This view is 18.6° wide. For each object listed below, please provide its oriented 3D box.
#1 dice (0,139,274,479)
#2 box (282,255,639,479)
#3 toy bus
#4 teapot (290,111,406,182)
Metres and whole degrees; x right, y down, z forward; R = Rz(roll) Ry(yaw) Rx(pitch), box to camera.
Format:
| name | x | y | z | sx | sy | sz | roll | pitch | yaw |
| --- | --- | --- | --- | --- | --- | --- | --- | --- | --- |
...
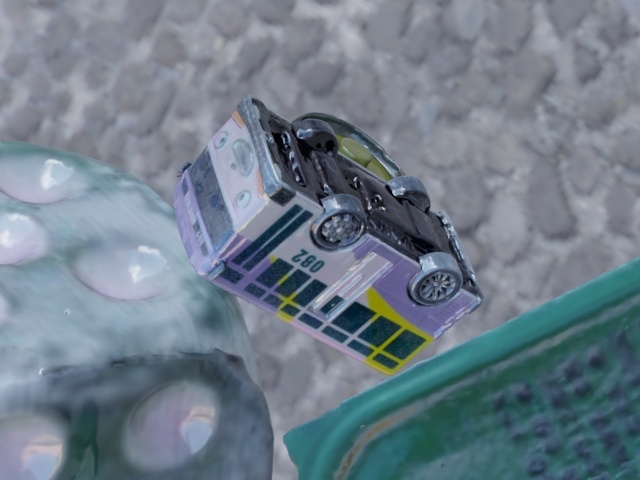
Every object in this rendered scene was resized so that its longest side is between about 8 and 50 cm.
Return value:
| name | x | y | z | sx | sy | sz | roll | pitch | yaw |
| --- | --- | --- | --- | --- | --- | --- | --- | --- | --- |
| dice | -0.255 | 0.139 | 1.487 | 0.348 | 0.330 | 0.328 | 41 | 130 | 41 |
| box | 0.178 | 0.145 | 1.087 | 0.337 | 0.106 | 0.264 | -27 | 94 | 12 |
| toy bus | 0.000 | 0.000 | 0.654 | 0.058 | 0.102 | 0.052 | -43 | 41 | 21 |
| teapot | 0.012 | -0.014 | 1.444 | 0.119 | 0.166 | 0.130 | -56 | 11 | 27 |
